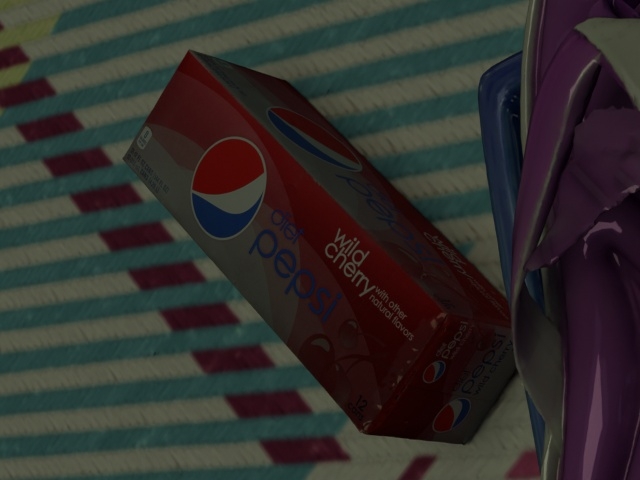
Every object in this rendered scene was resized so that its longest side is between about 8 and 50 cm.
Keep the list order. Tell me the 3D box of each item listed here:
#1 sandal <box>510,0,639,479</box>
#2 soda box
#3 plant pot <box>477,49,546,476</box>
[{"bbox_3d":[0.124,0.022,0.655,0.169,0.102,0.416,-8,77,40],"label":"sandal"},{"bbox_3d":[0.000,0.000,1.059,0.263,0.092,0.083,46,111,37],"label":"soda box"},{"bbox_3d":[0.229,0.017,0.775,0.236,0.212,0.236,-20,69,36],"label":"plant pot"}]
